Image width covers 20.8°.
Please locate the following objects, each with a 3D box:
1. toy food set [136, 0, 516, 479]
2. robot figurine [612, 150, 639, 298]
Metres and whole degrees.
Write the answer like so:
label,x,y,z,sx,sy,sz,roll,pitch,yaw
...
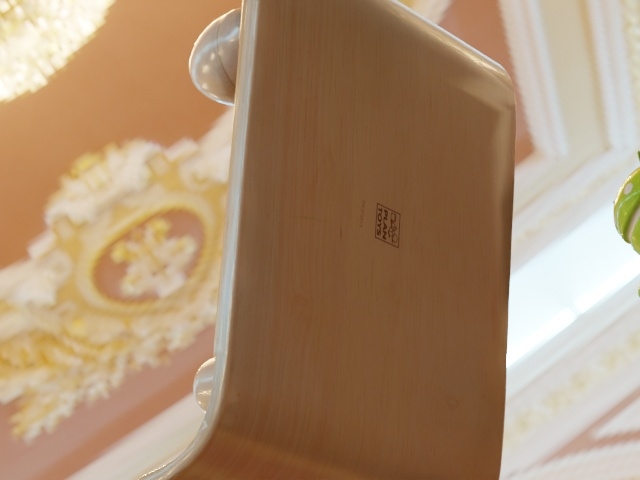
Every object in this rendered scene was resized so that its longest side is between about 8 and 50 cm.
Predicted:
label,x,y,z,sx,sy,sz,roll,pitch,yaw
toy food set,0.000,0.000,0.898,0.092,0.306,0.220,-10,-23,38
robot figurine,0.235,-0.007,1.104,0.067,0.115,0.101,-18,-40,-41
